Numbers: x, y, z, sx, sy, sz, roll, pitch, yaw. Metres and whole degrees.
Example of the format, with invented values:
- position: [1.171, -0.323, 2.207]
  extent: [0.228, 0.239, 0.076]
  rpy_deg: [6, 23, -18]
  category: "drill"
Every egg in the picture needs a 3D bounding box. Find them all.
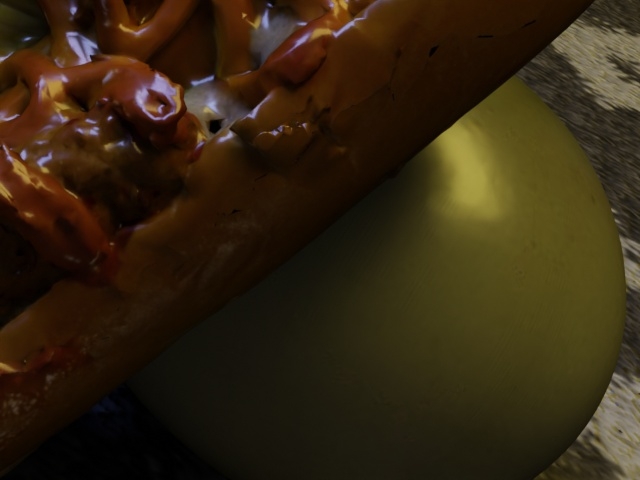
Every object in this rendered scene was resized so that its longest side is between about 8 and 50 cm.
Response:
- position: [0.000, 0.000, 0.667]
  extent: [0.254, 0.188, 0.188]
  rpy_deg: [35, 26, 28]
  category: "egg"

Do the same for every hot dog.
- position: [-0.069, -0.051, 0.540]
  extent: [0.158, 0.349, 0.117]
  rpy_deg: [56, 5, 37]
  category: "hot dog"
